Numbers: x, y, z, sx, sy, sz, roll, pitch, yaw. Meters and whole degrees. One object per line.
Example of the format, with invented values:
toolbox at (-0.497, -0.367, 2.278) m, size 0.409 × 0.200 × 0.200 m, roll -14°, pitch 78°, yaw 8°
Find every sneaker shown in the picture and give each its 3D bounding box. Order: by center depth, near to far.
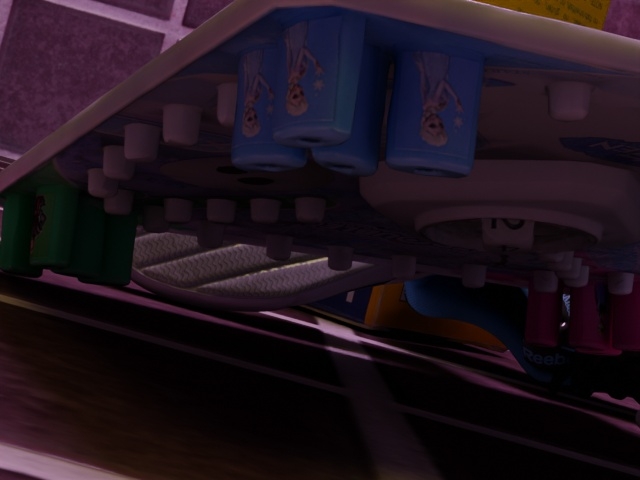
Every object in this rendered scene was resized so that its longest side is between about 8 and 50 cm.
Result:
sneaker at (0.000, 0.000, 0.924) m, size 0.258 × 0.094 × 0.091 m, roll -3°, pitch -15°, yaw -16°
sneaker at (0.207, 0.069, 0.978) m, size 0.341 × 0.125 × 0.139 m, roll 28°, pitch 45°, yaw 34°

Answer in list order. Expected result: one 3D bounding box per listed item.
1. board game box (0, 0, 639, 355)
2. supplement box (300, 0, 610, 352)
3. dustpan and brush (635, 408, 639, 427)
board game box at (0.083, -0.003, 0.682) m, size 0.390 × 0.050 × 0.390 m, roll 9°, pitch -11°, yaw -24°
supplement box at (0.067, -0.116, 1.163) m, size 0.195 × 0.357 × 0.194 m, roll 17°, pitch 1°, yaw 38°
dustpan and brush at (0.275, 0.091, 0.837) m, size 0.211 × 0.147 × 0.060 m, roll -11°, pitch -36°, yaw 0°
